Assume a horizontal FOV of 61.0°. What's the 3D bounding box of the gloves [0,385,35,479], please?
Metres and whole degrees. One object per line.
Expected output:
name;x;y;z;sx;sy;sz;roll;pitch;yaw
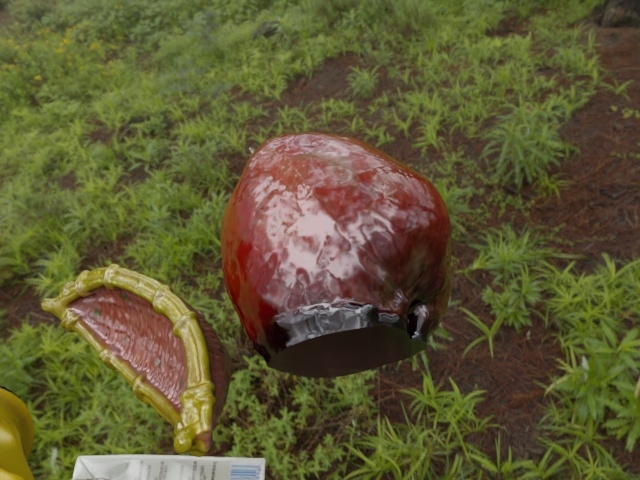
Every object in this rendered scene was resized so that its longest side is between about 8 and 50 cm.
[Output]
gloves;-0.195;0.202;0.310;0.116;0.133;0.294;-12;24;-37

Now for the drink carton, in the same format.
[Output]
drink carton;-0.254;0.466;0.958;0.325;0.194;0.132;3;52;-6

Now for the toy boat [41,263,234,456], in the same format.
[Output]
toy boat;-0.176;0.103;0.540;0.099;0.141;0.318;-7;21;-44

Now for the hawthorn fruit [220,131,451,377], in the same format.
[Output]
hawthorn fruit;0.000;0.000;0.461;0.190;0.189;0.251;-30;49;-8
